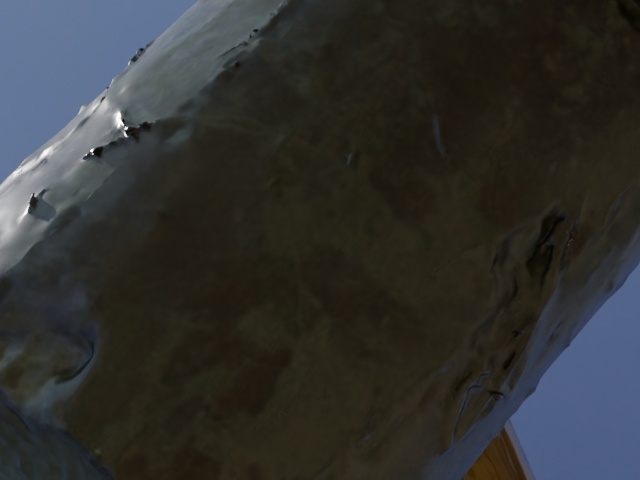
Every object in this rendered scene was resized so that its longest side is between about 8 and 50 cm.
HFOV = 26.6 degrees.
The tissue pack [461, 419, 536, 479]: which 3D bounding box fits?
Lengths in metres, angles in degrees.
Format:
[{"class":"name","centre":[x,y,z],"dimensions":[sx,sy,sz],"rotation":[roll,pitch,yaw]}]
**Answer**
[{"class":"tissue pack","centre":[0.017,0.179,0.838],"dimensions":[0.293,0.228,0.382],"rotation":[-122,9,-77]}]

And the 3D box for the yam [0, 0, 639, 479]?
[{"class":"yam","centre":[0.000,0.000,0.400],"dimensions":[0.268,0.161,0.161],"rotation":[-46,-77,-18]}]
